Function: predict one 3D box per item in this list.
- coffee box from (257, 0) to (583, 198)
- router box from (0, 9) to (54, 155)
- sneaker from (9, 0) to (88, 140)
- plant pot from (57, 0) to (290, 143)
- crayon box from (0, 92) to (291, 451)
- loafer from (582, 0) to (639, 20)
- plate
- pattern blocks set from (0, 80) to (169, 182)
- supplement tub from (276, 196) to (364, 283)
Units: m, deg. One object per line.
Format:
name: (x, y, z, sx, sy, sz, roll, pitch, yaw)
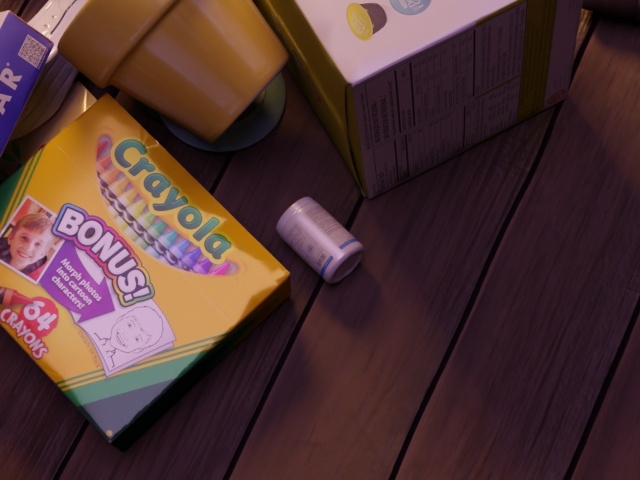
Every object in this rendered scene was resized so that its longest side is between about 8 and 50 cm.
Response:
coffee box: (0.113, -0.321, 1.719, 0.334, 0.338, 0.337, -28, 68, -5)
router box: (-0.536, -0.134, 1.755, 0.301, 0.082, 0.335, 1, 63, 46)
sneaker: (-0.403, -0.251, 1.854, 0.091, 0.094, 0.258, 23, 66, 32)
plant pot: (-0.179, -0.267, 1.734, 0.239, 0.254, 0.254, 43, 77, -7)
crayon box: (-0.272, 0.038, 1.717, 0.313, 0.106, 0.363, -44, 77, -10)
loafer: (0.402, -0.486, 1.867, 0.130, 0.134, 0.365, -5, 68, 3)
plate: (-0.142, -0.215, 1.855, 0.188, 0.024, 0.188, 2, 67, -4)
pattern blocks set: (-0.375, -0.128, 1.854, 0.325, 0.026, 0.285, -33, 69, -8)
supplement tub: (0.000, 0.000, 1.745, 0.071, 0.071, 0.107, -41, 70, -11)
